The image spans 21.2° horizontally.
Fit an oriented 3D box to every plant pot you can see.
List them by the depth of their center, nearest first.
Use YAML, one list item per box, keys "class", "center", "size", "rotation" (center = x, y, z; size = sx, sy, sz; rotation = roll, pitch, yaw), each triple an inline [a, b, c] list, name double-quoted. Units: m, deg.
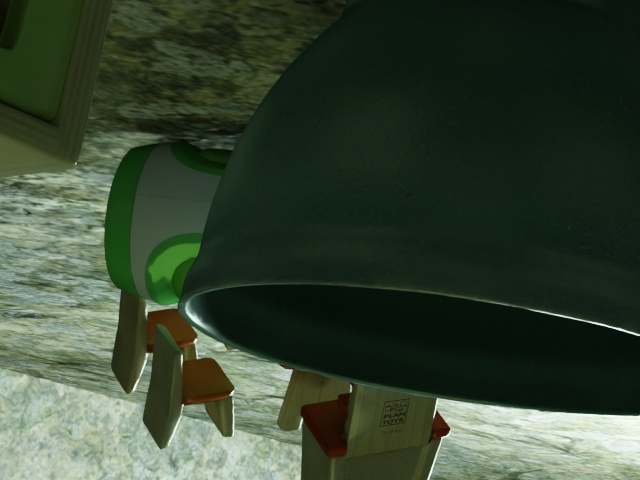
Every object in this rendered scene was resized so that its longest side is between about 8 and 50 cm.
- class: "plant pot"
  center: [0.086, -0.032, 0.899]
  size: [0.293, 0.196, 0.293]
  rotation: [9, 167, 2]

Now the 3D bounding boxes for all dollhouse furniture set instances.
- class: "dollhouse furniture set"
  center: [0.000, 0.084, 1.325]
  size: [0.262, 0.135, 0.259]
  rotation: [-7, -147, -25]

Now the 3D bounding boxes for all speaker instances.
- class: "speaker"
  center: [0.000, 0.000, 1.244]
  size: [0.297, 0.131, 0.131]
  rotation: [7, 166, 12]

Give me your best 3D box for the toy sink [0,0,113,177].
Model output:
- class: "toy sink"
  center: [-0.219, -0.136, 0.790]
  size: [0.131, 0.152, 0.234]
  rotation: [-4, 160, 44]
